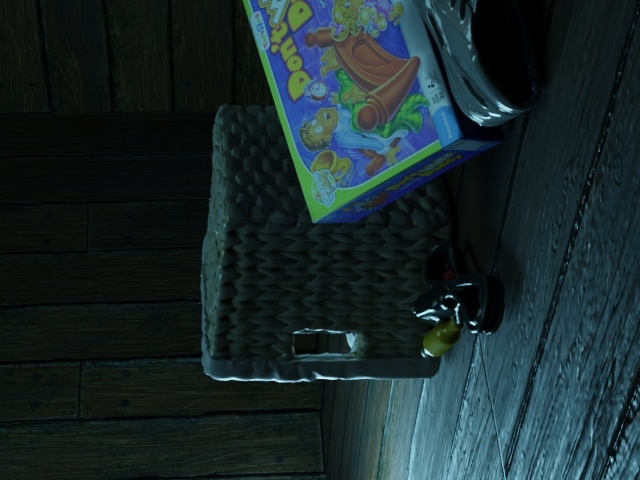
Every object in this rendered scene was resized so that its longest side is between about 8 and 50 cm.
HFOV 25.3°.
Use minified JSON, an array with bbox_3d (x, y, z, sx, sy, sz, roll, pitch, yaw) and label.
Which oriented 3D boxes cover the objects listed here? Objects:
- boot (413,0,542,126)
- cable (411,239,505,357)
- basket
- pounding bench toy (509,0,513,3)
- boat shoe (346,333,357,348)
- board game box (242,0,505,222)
[{"bbox_3d":[0.144,-0.238,1.380,0.258,0.095,0.123,64,168,-4],"label":"boot"},{"bbox_3d":[0.176,0.062,1.672,0.287,0.072,0.140,157,130,-72],"label":"cable"},{"bbox_3d":[0.000,0.000,1.974,0.331,0.328,0.266,-98,10,-55],"label":"basket"},{"bbox_3d":[0.163,-0.246,1.493,0.052,0.065,0.083,96,171,-58],"label":"pounding bench toy"},{"bbox_3d":[0.067,0.101,2.500,0.301,0.108,0.102,-115,24,-72],"label":"boat shoe"},{"bbox_3d":[0.044,-0.222,1.592,0.233,0.078,0.347,-29,72,39],"label":"board game box"}]
